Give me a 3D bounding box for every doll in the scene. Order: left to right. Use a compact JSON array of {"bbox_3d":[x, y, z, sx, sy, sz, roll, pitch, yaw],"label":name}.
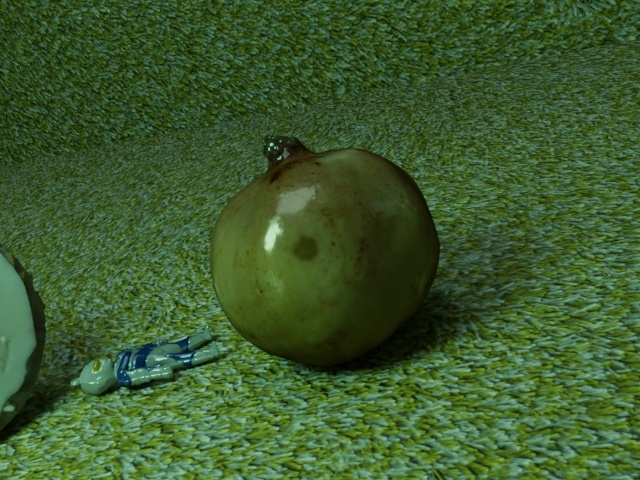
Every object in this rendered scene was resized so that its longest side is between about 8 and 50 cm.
[{"bbox_3d":[-0.271,0.187,1.569,0.227,0.057,0.114,-19,24,-8],"label":"doll"}]

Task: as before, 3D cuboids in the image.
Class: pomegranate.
[{"bbox_3d":[0.000,0.000,1.435,0.338,0.338,0.338,-16,20,6],"label":"pomegranate"}]

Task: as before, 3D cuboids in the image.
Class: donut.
[{"bbox_3d":[-0.600,0.146,1.527,0.383,0.382,0.142,-26,6,-21],"label":"donut"}]
